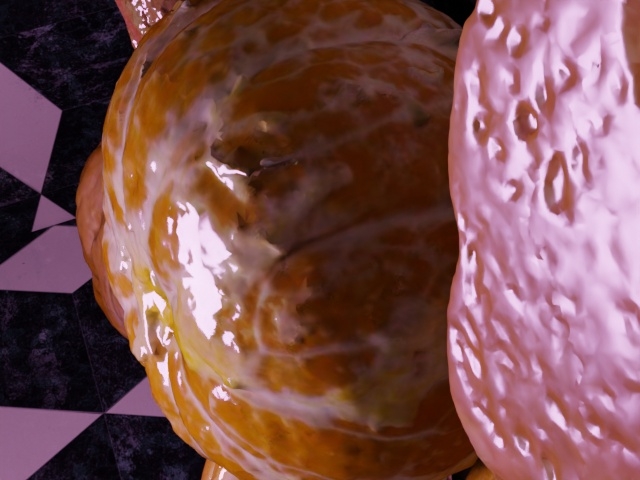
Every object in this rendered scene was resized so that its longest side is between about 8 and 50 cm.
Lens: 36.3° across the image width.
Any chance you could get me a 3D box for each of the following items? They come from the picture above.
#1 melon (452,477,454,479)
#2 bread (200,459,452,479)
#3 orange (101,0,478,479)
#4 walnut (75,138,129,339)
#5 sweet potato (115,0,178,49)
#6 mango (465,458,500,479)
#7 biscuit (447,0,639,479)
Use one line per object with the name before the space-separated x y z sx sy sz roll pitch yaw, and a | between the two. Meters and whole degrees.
melon | 0.094 0.269 1.097 0.202 0.093 0.139 95 162 -50
bread | -0.018 0.234 1.006 0.315 0.211 0.270 -58 18 23
orange | 0.000 0.000 0.609 0.329 0.249 0.329 166 90 -71
walnut | -0.135 0.003 1.244 0.354 0.308 0.397 28 148 25
sweet potato | -0.077 -0.139 0.867 0.385 0.109 0.109 56 175 -17
mango | 0.159 0.159 0.510 0.262 0.109 0.157 149 109 -65
biscuit | 0.145 0.016 0.303 0.312 0.057 0.351 31 130 55
